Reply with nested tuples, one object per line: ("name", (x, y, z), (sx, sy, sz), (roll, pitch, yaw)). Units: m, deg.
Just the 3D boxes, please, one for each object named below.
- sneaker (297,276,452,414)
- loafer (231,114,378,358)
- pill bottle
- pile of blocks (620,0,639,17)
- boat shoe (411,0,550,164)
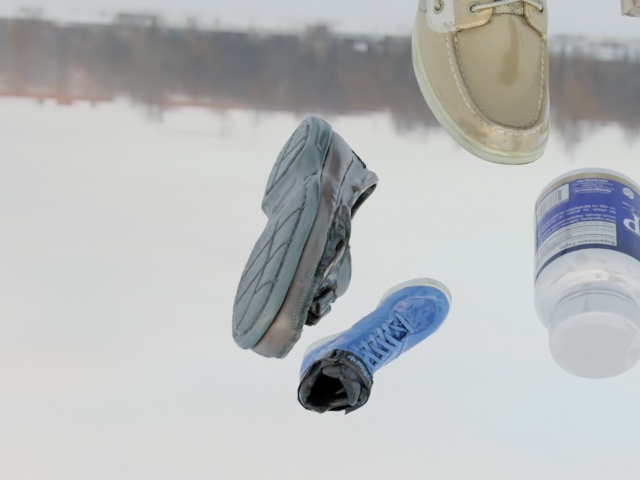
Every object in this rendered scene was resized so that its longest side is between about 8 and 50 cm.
("sneaker", (0.044, 0.093, 1.523), (0.152, 0.058, 0.084), (-30, -160, 22))
("loafer", (0.000, 0.000, 1.365), (0.084, 0.096, 0.267), (31, -147, -13))
("pill bottle", (0.249, 0.032, 1.668), (0.112, 0.112, 0.187), (4, -138, 3))
("pile of blocks", (0.278, -0.279, 1.253), (0.112, 0.362, 0.149), (1, -156, -17))
("boat shoe", (0.136, -0.201, 1.512), (0.109, 0.302, 0.098), (4, 146, -15))
